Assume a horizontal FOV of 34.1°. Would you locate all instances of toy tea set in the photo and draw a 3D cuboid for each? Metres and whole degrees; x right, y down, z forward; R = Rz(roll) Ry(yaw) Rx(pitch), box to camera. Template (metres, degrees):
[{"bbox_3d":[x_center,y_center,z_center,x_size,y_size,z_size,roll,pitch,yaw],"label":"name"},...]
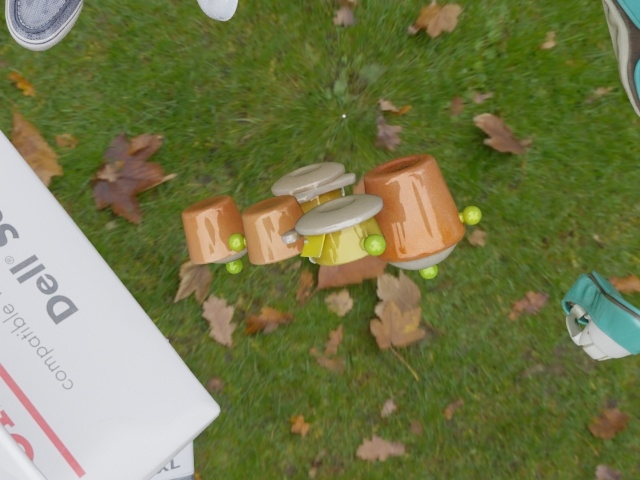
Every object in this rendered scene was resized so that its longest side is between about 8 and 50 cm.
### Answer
[{"bbox_3d":[0.000,0.000,1.098,0.200,0.336,0.124,-29,109,-34],"label":"toy tea set"}]

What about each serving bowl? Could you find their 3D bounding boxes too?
[{"bbox_3d":[-0.133,-0.314,1.292,0.027,0.083,0.083,2,98,26],"label":"serving bowl"}]

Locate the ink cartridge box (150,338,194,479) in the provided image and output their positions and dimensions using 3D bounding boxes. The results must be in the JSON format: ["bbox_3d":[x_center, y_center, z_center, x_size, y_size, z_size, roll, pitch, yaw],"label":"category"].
[{"bbox_3d":[-0.274,0.293,1.272,0.223,0.129,0.307,-11,126,-19],"label":"ink cartridge box"}]

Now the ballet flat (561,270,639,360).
[{"bbox_3d":[0.356,0.105,1.297,0.083,0.247,0.087,37,98,-6],"label":"ballet flat"}]

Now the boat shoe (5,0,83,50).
[{"bbox_3d":[-0.411,-0.474,1.638,0.127,0.158,0.341,19,83,-6],"label":"boat shoe"}]

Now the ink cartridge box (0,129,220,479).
[{"bbox_3d":[-0.185,0.067,0.508,0.207,0.353,0.119,51,52,1],"label":"ink cartridge box"}]

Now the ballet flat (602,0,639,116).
[{"bbox_3d":[0.229,-0.163,0.710,0.086,0.248,0.086,-11,60,21],"label":"ballet flat"}]
